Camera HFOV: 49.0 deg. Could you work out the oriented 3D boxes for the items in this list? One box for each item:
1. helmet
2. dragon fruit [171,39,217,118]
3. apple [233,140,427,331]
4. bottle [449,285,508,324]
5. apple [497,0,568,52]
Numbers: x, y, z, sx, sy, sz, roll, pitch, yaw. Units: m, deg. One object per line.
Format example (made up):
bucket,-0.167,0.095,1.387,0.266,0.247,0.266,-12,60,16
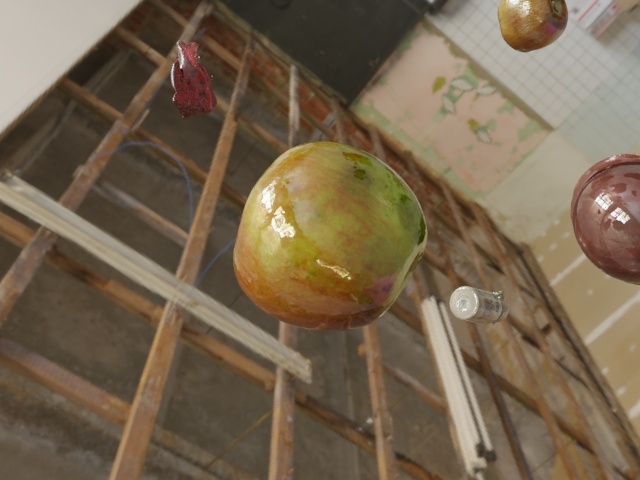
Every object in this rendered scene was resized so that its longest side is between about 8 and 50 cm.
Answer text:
helmet,0.797,-0.049,1.829,0.230,0.338,0.385,-11,-126,-50
dragon fruit,-0.348,-0.410,1.781,0.122,0.092,0.192,-10,-91,-38
apple,0.018,0.001,1.223,0.339,0.339,0.340,35,-157,-17
bottle,0.474,0.187,2.047,0.209,0.110,0.097,14,-170,-47
apple,0.652,-0.692,2.161,0.211,0.187,0.211,11,-106,-42
